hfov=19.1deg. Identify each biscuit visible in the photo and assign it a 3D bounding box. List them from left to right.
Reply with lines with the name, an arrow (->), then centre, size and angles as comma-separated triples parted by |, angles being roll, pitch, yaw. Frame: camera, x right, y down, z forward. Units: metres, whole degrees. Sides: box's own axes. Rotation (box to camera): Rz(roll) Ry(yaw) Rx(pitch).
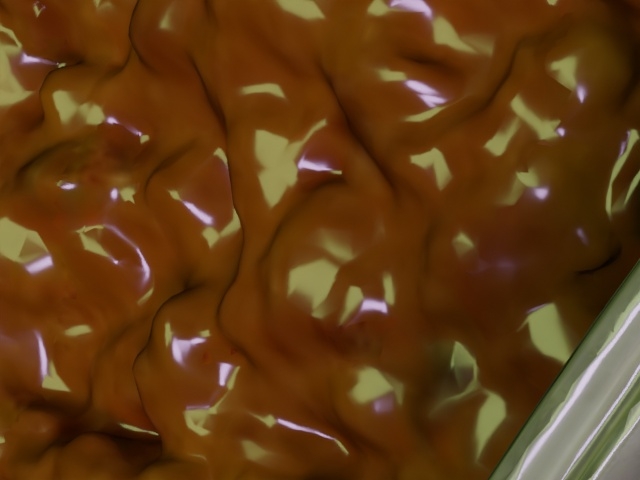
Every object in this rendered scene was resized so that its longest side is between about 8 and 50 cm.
biscuit -> 0.000, 0.000, 0.569 | 0.318, 0.110, 0.312 | 13, 97, 37

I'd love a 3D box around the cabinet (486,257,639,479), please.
cabinet -> 0.178, 0.160, 0.322 | 0.318, 0.227, 0.290 | 47, 117, 41
